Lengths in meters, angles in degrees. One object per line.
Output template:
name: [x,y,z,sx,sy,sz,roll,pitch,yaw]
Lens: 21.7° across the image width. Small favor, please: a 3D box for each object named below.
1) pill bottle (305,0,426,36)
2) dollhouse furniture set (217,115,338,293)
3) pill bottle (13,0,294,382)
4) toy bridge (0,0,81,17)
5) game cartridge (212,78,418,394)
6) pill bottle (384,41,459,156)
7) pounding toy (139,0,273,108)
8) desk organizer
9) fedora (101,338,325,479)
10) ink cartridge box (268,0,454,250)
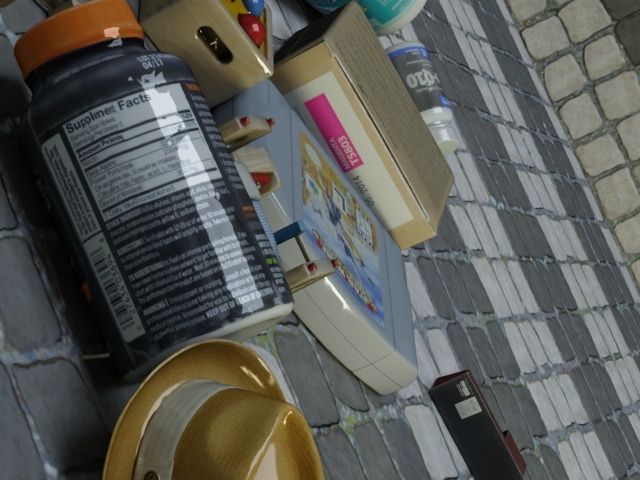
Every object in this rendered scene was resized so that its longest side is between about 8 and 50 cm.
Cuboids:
pill bottle: [0.018,-0.336,1.893,0.264,0.146,0.146,27,41,-61]
dollhouse furniture set: [-0.055,-0.011,1.278,0.129,0.129,0.183,65,18,5]
pill bottle: [-0.122,-0.038,1.130,0.246,0.130,0.130,66,18,7]
toy bridge: [-0.233,-0.202,1.215,0.188,0.026,0.063,31,36,-59]
game cartridge: [0.000,0.000,1.541,0.297,0.062,0.198,51,18,-34]
pill bottle: [0.115,-0.167,2.038,0.078,0.078,0.137,19,47,-65]
pounding toy: [-0.097,-0.211,1.481,0.141,0.100,0.130,51,21,-34]
desk organizer: [0.165,0.196,1.734,0.130,0.047,0.050,62,16,-5]
fedora: [-0.050,0.158,1.035,0.194,0.079,0.194,3,87,-52]
ink cartridge box: [0.044,-0.117,1.760,0.235,0.088,0.193,60,20,-12]
